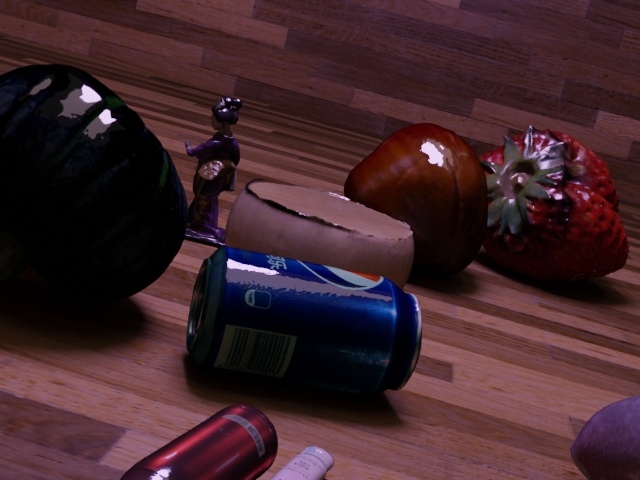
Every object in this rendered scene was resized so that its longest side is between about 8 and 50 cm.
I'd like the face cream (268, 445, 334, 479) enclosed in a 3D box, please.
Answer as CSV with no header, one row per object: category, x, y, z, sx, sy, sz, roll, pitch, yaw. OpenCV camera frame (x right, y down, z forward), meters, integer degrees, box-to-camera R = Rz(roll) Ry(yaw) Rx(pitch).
face cream,-0.022,0.176,0.693,0.038,0.020,0.115,21,17,18

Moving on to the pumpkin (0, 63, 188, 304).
pumpkin,-0.264,-0.031,0.940,0.248,0.248,0.248,14,13,-3

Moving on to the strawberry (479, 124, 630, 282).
strawberry,0.386,-0.038,1.626,0.238,0.250,0.288,-16,-31,34

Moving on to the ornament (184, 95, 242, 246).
ornament,-0.152,-0.098,1.320,0.081,0.203,0.088,6,16,-1

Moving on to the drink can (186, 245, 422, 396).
drink can,-0.016,0.078,0.901,0.205,0.118,0.118,12,13,-15

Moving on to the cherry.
cherry,0.302,0.186,0.847,0.148,0.115,0.188,-22,-10,23

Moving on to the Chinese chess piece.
Chinese chess piece,0.000,0.000,1.272,0.250,0.103,0.250,14,12,-3

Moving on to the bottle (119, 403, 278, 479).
bottle,-0.087,0.156,0.632,0.060,0.060,0.164,19,14,19

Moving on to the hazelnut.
hazelnut,0.157,-0.048,1.433,0.229,0.229,0.229,14,13,-3
